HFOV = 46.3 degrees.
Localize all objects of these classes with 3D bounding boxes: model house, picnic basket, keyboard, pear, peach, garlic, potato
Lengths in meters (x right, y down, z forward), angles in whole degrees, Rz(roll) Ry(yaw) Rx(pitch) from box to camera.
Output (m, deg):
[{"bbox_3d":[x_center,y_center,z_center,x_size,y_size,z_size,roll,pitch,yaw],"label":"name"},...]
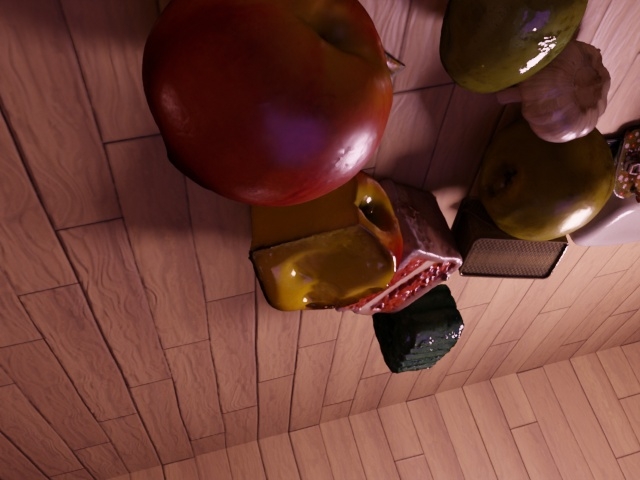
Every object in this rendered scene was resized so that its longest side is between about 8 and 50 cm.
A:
[{"bbox_3d":[0.915,-0.186,1.909,0.294,0.154,0.206,-9,122,-18],"label":"model house"},{"bbox_3d":[0.458,-0.008,1.846,0.267,0.139,0.165,2,141,-7],"label":"picnic basket"},{"bbox_3d":[0.670,-0.227,1.907,0.230,0.025,0.093,-9,153,-17],"label":"keyboard"},{"bbox_3d":[0.530,-0.149,1.695,0.375,0.287,0.287,-8,151,-28],"label":"pear"},{"bbox_3d":[0.000,0.000,1.663,0.381,0.242,0.306,-23,135,28],"label":"peach"},{"bbox_3d":[0.460,-0.305,1.529,0.219,0.218,0.212,7,179,-38],"label":"garlic"},{"bbox_3d":[-0.086,-0.226,1.132,0.389,0.388,0.388,-14,152,-8],"label":"peach"},{"bbox_3d":[0.318,-0.374,1.258,0.216,0.215,0.304,-3,146,-25],"label":"potato"}]

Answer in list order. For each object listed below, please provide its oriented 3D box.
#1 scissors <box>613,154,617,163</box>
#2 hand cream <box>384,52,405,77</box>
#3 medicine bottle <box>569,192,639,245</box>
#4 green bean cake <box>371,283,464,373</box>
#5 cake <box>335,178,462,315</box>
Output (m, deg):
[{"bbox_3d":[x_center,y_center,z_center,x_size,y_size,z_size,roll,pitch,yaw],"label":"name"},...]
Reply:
[{"bbox_3d":[0.760,-0.174,2.044,0.393,0.032,0.180,-23,151,10],"label":"scissors"},{"bbox_3d":[0.127,-0.334,1.410,0.035,0.022,0.102,-39,151,20],"label":"hand cream"},{"bbox_3d":[0.906,-0.083,2.174,0.375,0.122,0.282,-6,156,-31],"label":"medicine bottle"},{"bbox_3d":[0.247,0.190,2.106,0.169,0.307,0.300,-8,152,-15],"label":"green bean cake"},{"bbox_3d":[0.162,0.026,1.858,0.237,0.230,0.309,13,140,-40],"label":"cake"}]
